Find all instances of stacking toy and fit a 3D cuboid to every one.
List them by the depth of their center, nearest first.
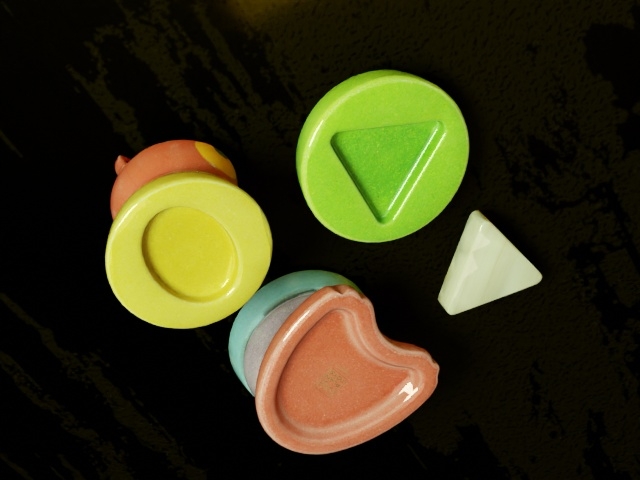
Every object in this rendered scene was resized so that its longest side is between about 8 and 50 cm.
[{"bbox_3d":[0.000,0.000,0.850,0.279,0.130,0.309,-36,123,1],"label":"stacking toy"}]
